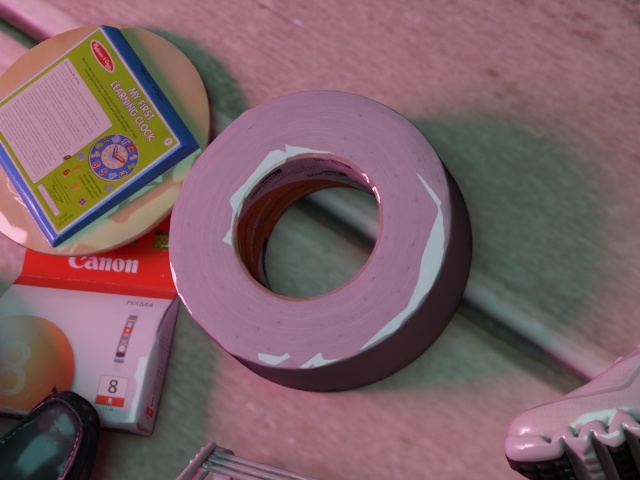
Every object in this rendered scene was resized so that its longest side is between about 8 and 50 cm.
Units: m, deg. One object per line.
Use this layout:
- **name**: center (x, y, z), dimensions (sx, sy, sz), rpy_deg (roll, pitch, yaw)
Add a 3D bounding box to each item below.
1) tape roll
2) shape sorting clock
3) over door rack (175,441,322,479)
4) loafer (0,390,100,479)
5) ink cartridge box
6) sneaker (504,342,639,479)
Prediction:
- **tape roll**: center (0.000, 0.000, 1.438), dimensions (0.219, 0.072, 0.219), rpy_deg (-5, 70, 15)
- **shape sorting clock**: center (-0.185, -0.081, 1.539), dimensions (0.206, 0.040, 0.206), rpy_deg (-7, 67, 17)
- **over door rack**: center (-0.037, 0.245, 1.252), dimensions (0.240, 0.324, 0.108), rpy_deg (12, 107, 20)
- **loafer**: center (-0.242, 0.208, 1.421), dimensions (0.076, 0.078, 0.223), rpy_deg (37, 95, 18)
- **ink cartridge box**: center (-0.184, 0.055, 1.492), dimensions (0.145, 0.045, 0.179), rpy_deg (5, 76, 18)
- **sneaker**: center (0.263, 0.093, 1.315), dimensions (0.292, 0.110, 0.118), rpy_deg (-17, 60, 2)
